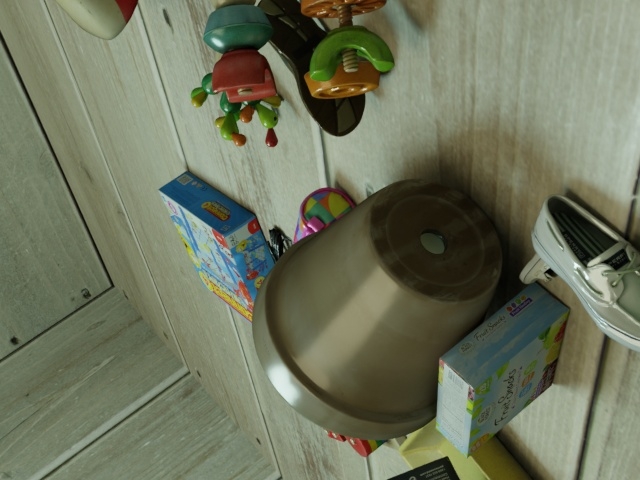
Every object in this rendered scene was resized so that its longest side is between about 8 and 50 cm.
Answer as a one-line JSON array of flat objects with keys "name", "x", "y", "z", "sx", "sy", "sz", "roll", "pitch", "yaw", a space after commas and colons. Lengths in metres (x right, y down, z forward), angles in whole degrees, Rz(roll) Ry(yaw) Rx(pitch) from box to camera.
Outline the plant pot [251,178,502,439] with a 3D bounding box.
[{"name": "plant pot", "x": 0.097, "y": 0.070, "z": 1.377, "sx": 0.323, "sy": 0.323, "sz": 0.280, "roll": 50, "pitch": 144, "yaw": 14}]

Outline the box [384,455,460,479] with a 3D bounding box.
[{"name": "box", "x": 0.212, "y": 0.608, "z": 1.757, "sx": 0.343, "sy": 0.179, "sz": 0.312, "roll": 79, "pitch": 169, "yaw": -49}]

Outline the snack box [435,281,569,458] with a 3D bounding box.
[{"name": "snack box", "x": 0.238, "y": 0.176, "z": 1.353, "sx": 0.070, "sy": 0.174, "sz": 0.207, "roll": 42, "pitch": 157, "yaw": 30}]

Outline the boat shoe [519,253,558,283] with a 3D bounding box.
[{"name": "boat shoe", "x": 0.276, "y": 0.035, "z": 1.248, "sx": 0.035, "sy": 0.035, "sz": 0.100, "roll": 52, "pitch": 154, "yaw": 16}]

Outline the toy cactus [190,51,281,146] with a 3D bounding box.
[{"name": "toy cactus", "x": -0.139, "y": -0.252, "z": 1.689, "sx": 0.219, "sy": 0.112, "sz": 0.180, "roll": 35, "pitch": 134, "yaw": 50}]

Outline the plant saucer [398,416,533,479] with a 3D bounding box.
[{"name": "plant saucer", "x": 0.298, "y": 0.448, "z": 1.806, "sx": 0.333, "sy": 0.081, "sz": 0.332, "roll": 50, "pitch": 159, "yaw": 14}]

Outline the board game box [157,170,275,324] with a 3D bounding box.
[{"name": "board game box", "x": -0.212, "y": 0.028, "z": 2.300, "sx": 0.308, "sy": 0.086, "sz": 0.302, "roll": 32, "pitch": 150, "yaw": 48}]

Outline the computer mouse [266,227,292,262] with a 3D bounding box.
[{"name": "computer mouse", "x": -0.025, "y": 0.096, "z": 1.997, "sx": 0.272, "sy": 0.072, "sz": 0.188, "roll": 28, "pitch": 147, "yaw": 52}]

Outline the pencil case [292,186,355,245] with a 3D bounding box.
[{"name": "pencil case", "x": 0.000, "y": 0.000, "z": 1.738, "sx": 0.104, "sy": 0.104, "sz": 0.236, "roll": 50, "pitch": 159, "yaw": 15}]

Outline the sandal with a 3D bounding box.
[{"name": "sandal", "x": -0.014, "y": -0.242, "z": 1.401, "sx": 0.219, "sy": 0.090, "sz": 0.060, "roll": 52, "pitch": 177, "yaw": 4}]

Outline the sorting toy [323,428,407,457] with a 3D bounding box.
[{"name": "sorting toy", "x": 0.046, "y": 0.355, "z": 2.229, "sx": 0.257, "sy": 0.089, "sz": 0.255, "roll": 59, "pitch": 160, "yaw": -10}]

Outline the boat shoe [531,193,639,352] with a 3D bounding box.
[{"name": "boat shoe", "x": 0.309, "y": 0.036, "z": 1.093, "sx": 0.226, "sy": 0.083, "sz": 0.075, "roll": 42, "pitch": 158, "yaw": 34}]

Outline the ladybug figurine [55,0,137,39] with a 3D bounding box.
[{"name": "ladybug figurine", "x": -0.406, "y": -0.490, "z": 1.672, "sx": 0.305, "sy": 0.162, "sz": 0.449, "roll": 52, "pitch": 179, "yaw": -3}]

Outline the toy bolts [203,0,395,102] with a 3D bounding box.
[{"name": "toy bolts", "x": -0.030, "y": -0.267, "z": 1.267, "sx": 0.218, "sy": 0.229, "sz": 0.158, "roll": 22, "pitch": -119, "yaw": -85}]
